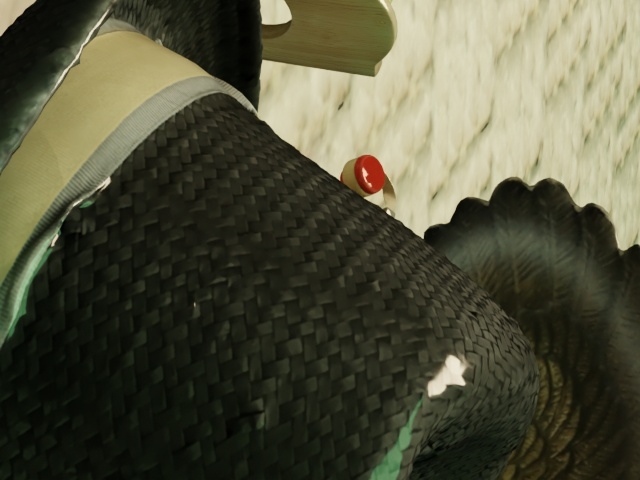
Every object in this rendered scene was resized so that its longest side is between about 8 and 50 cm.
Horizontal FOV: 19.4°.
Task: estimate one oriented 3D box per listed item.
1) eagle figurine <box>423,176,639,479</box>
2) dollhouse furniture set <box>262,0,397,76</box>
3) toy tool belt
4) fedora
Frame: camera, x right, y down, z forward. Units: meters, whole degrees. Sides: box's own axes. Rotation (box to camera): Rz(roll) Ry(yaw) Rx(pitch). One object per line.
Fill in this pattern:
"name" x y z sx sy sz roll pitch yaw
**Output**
"eagle figurine" 0.068 0.145 0.901 0.298 0.226 0.225 -65 147 -28
"dollhouse furniture set" 0.002 -0.184 0.697 0.161 0.101 0.182 75 32 -51
"toy tool belt" 0.000 0.000 0.889 0.052 0.051 0.083 36 53 -36
"fedora" -0.035 0.074 0.543 0.334 0.152 0.334 -61 170 -18
